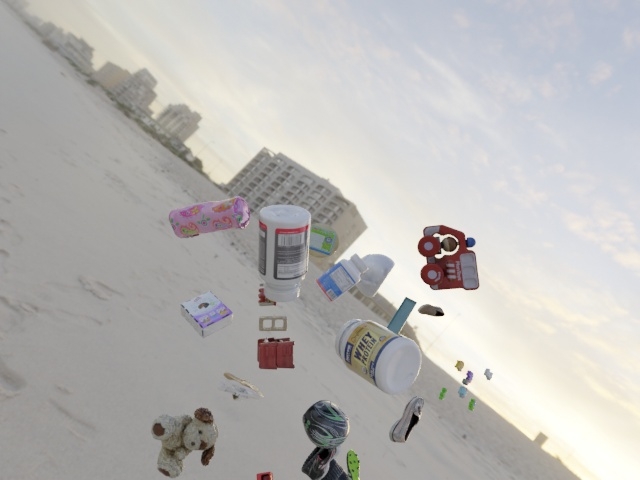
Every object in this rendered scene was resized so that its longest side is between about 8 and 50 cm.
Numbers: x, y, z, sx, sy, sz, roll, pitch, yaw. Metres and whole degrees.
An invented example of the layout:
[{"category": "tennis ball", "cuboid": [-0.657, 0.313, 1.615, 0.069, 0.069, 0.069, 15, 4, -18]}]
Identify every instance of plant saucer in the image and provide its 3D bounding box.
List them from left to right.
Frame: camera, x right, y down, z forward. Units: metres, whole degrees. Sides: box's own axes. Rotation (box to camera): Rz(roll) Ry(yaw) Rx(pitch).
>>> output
[{"category": "plant saucer", "cuboid": [0.372, 0.353, 1.896, 0.067, 0.192, 0.018, 25, -11, 42]}]

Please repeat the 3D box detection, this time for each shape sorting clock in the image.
[{"category": "shape sorting clock", "cuboid": [0.000, 0.000, 2.256, 0.206, 0.206, 0.040, 43, -20, 8]}]

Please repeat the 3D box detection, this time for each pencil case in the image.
[{"category": "pencil case", "cuboid": [-0.396, -0.078, 1.471, 0.124, 0.284, 0.124, -9, 90, -72]}]

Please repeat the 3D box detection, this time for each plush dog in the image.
[{"category": "plush dog", "cuboid": [-0.520, 0.775, 1.645, 0.210, 0.226, 0.262, -82, 169, -80]}]

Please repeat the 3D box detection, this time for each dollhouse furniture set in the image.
[{"category": "dollhouse furniture set", "cuboid": [-0.201, 0.375, 1.845, 0.152, 0.373, 0.201, 1, -6, -11]}]

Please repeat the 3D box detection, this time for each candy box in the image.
[{"category": "candy box", "cuboid": [-0.539, 0.346, 1.953, 0.196, 0.165, 0.070, 35, -49, 32]}]

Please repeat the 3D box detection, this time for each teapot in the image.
[{"category": "teapot", "cuboid": [0.253, 0.160, 2.143, 0.187, 0.252, 0.256, 34, -22, 10]}]

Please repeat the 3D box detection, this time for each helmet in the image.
[{"category": "helmet", "cuboid": [0.026, 0.724, 1.606, 0.162, 0.169, 0.169, 35, -11, 41]}]

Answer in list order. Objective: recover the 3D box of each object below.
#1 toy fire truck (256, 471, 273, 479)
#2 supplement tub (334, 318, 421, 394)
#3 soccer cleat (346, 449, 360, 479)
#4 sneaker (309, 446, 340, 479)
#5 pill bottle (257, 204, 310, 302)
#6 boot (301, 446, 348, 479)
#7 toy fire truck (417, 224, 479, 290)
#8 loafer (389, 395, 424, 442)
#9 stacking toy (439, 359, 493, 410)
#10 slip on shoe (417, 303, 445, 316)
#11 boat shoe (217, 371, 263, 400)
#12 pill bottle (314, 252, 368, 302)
[{"category": "toy fire truck", "cuboid": [-0.229, 0.745, 1.235, 0.135, 0.192, 0.047, 81, -3, -53]}, {"category": "supplement tub", "cuboid": [0.226, 0.463, 1.692, 0.228, 0.228, 0.316, 48, -18, -31]}, {"category": "soccer cleat", "cuboid": [0.123, 0.909, 1.593, 0.060, 0.072, 0.178, 17, 42, -29]}, {"category": "sneaker", "cuboid": [0.002, 0.898, 1.685, 0.072, 0.178, 0.077, 30, -1, 41]}, {"category": "pill bottle", "cuboid": [-0.130, 0.049, 1.441, 0.176, 0.176, 0.318, 35, -52, 50]}, {"category": "boot", "cuboid": [0.005, 1.211, 2.016, 0.260, 0.131, 0.348, 49, 31, -3]}, {"category": "toy fire truck", "cuboid": [0.571, 0.079, 1.854, 0.169, 0.254, 0.302, 17, 68, -77]}, {"category": "loafer", "cuboid": [0.200, 0.396, 0.908, 0.039, 0.125, 0.045, -8, -68, 49]}, {"category": "stacking toy", "cuboid": [0.660, 0.655, 1.869, 0.167, 0.221, 0.052, 1, -45, 52]}, {"category": "slip on shoe", "cuboid": [0.474, 0.304, 1.757, 0.135, 0.051, 0.041, 14, 24, -32]}, {"category": "boat shoe", "cuboid": [-0.395, 0.734, 2.016, 0.098, 0.096, 0.277, 21, -18, 50]}, {"category": "pill bottle", "cuboid": [0.093, 0.156, 1.771, 0.124, 0.222, 0.124, 52, -2, 3]}]
